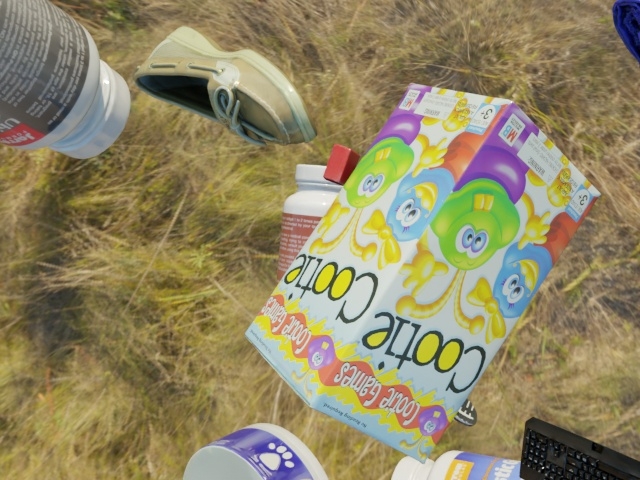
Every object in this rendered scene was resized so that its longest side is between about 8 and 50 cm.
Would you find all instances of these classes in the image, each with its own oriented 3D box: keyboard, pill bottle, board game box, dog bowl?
[{"bbox_3d":[0.252,0.243,0.663,0.038,0.192,0.100,-1,94,-25],"label":"keyboard"},{"bbox_3d":[0.000,0.000,1.034,0.121,0.121,0.216,6,95,11],"label":"pill bottle"},{"bbox_3d":[0.085,0.023,0.612,0.144,0.142,0.275,34,89,-32],"label":"board game box"},{"bbox_3d":[-0.368,-0.209,0.796,0.176,0.318,0.177,-7,73,23],"label":"pill bottle"},{"bbox_3d":[-0.097,0.428,1.085,0.264,0.104,0.265,9,103,41],"label":"dog bowl"},{"bbox_3d":[0.242,0.391,1.017,0.271,0.152,0.153,-1,104,34],"label":"pill bottle"}]

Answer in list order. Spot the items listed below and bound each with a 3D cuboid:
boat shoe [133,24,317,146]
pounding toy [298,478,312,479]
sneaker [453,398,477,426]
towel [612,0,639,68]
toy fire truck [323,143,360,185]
[{"bbox_3d":[-0.061,-0.087,0.421,0.048,0.056,0.153,-42,50,-14],"label":"boat shoe"},{"bbox_3d":[-0.046,0.273,0.485,0.155,0.154,0.270,57,145,35],"label":"pounding toy"},{"bbox_3d":[0.195,0.257,1.097,0.109,0.040,0.044,32,137,15],"label":"sneaker"},{"bbox_3d":[0.528,-0.253,0.885,0.308,0.076,0.228,-29,101,-20],"label":"towel"},{"bbox_3d":[0.093,-0.073,0.950,0.135,0.192,0.047,19,91,19],"label":"toy fire truck"}]
